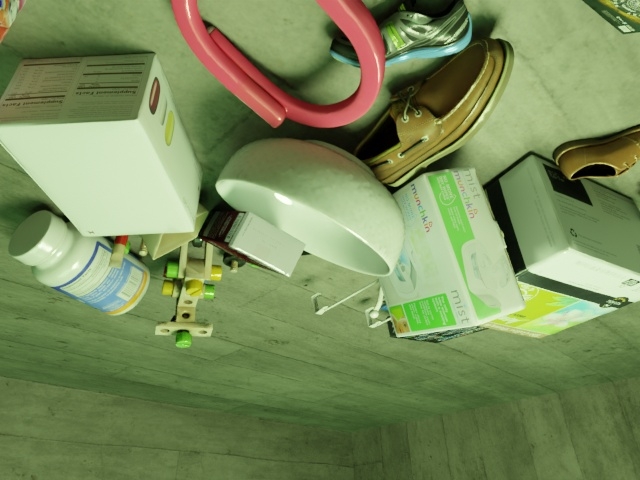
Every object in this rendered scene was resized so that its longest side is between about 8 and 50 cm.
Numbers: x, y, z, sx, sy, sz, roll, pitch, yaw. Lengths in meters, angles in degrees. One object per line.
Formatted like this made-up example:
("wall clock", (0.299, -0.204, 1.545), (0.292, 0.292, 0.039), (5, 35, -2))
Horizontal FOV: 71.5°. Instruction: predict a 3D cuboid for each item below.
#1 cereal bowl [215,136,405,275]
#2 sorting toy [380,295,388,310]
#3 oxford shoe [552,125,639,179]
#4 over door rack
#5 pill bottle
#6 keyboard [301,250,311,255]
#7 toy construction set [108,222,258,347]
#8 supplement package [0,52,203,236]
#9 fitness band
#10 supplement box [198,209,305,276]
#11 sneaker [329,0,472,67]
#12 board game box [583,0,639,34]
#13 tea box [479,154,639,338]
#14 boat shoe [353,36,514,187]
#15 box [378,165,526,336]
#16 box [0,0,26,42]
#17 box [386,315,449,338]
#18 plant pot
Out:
("cereal bowl", (0.000, -0.072, 0.773), (0.339, 0.141, 0.339), (26, 169, 5))
("sorting toy", (0.289, 0.129, 1.229), (0.196, 0.047, 0.347), (6, 154, -14))
("oxford shoe", (0.542, -0.149, 0.796), (0.213, 0.075, 0.076), (-13, 144, 14))
("over door rack", (0.172, 0.175, 1.139), (0.240, 0.108, 0.324), (22, 148, -39))
("pill bottle", (-0.530, 0.052, 0.992), (0.153, 0.152, 0.272), (-14, 145, 19))
("keyboard", (0.000, 0.000, 1.054), (0.180, 0.023, 0.108), (-8, 153, 8))
("toy construction set", (-0.325, 0.096, 0.990), (0.258, 0.237, 0.309), (-28, 138, 35))
("supplement package", (-0.328, -0.138, 0.713), (0.204, 0.145, 0.261), (-2, 148, 2))
("fitness band", (-0.049, -0.260, 0.570), (0.291, 0.054, 0.209), (38, 137, -24))
("supplement box", (-0.145, 0.000, 0.881), (0.130, 0.073, 0.239), (31, 170, -27))
("sneaker", (0.104, -0.281, 0.597), (0.188, 0.067, 0.078), (-7, 125, 12))
("board game box", (0.368, -0.302, 0.521), (0.186, 0.126, 0.026), (16, 100, -27))
("tea box", (0.459, 0.039, 0.948), (0.329, 0.219, 0.323), (15, 145, -24))
("boat shoe", (0.156, -0.185, 0.690), (0.105, 0.110, 0.307), (12, 145, -22))
("box", (0.213, 0.030, 0.826), (0.127, 0.261, 0.231), (-12, 170, -26))
("box", (-0.510, -0.244, 0.560), (0.257, 0.122, 0.128), (-24, 142, 30))
("box", (0.403, 0.241, 1.355), (0.296, 0.073, 0.294), (-27, 152, 35))
("plant pot", (-0.305, -0.046, 0.881), (0.109, 0.096, 0.109), (-35, 172, -41))
